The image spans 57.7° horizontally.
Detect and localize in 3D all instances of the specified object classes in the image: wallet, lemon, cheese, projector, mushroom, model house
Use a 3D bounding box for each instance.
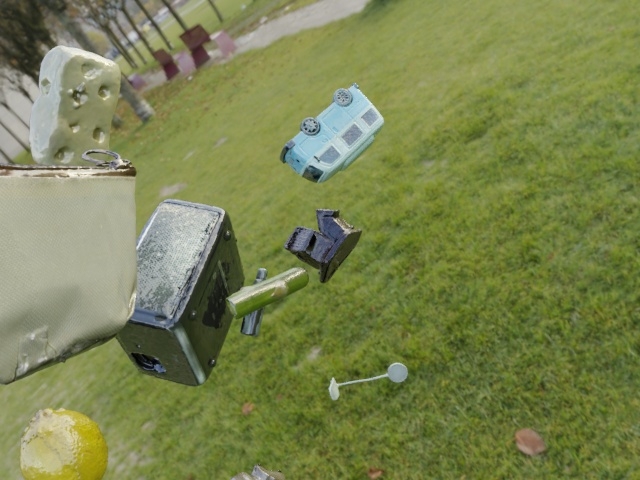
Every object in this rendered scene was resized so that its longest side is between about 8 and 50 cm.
[{"bbox_3d":[-0.337,0.019,0.728,0.068,0.274,0.335,-2,6,22],"label":"wallet"},{"bbox_3d":[-0.661,0.550,1.499,0.204,0.260,0.204,-33,-4,-2],"label":"lemon"},{"bbox_3d":[-0.512,-0.265,1.216,0.093,0.159,0.262,21,100,40],"label":"cheese"},{"bbox_3d":[-0.386,0.149,1.662,0.242,0.395,0.405,10,54,11],"label":"projector"},{"bbox_3d":[-0.134,0.638,1.399,0.141,0.188,0.117,-58,38,-2],"label":"mushroom"},{"bbox_3d":[0.006,-0.002,1.747,0.164,0.141,0.203,37,82,21],"label":"model house"}]

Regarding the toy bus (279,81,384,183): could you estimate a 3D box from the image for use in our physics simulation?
[{"bbox_3d":[0.035,-0.274,1.565,0.271,0.165,0.133,-44,-1,-17],"label":"toy bus"}]

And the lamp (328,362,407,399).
[{"bbox_3d":[0.120,0.349,1.437,0.198,0.050,0.056,-14,11,4],"label":"lamp"}]

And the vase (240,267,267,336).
[{"bbox_3d":[-0.196,0.188,1.783,0.060,0.060,0.211,-2,73,51],"label":"vase"}]

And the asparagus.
[{"bbox_3d":[-0.125,0.121,1.352,0.067,0.060,0.278,31,29,27],"label":"asparagus"}]
